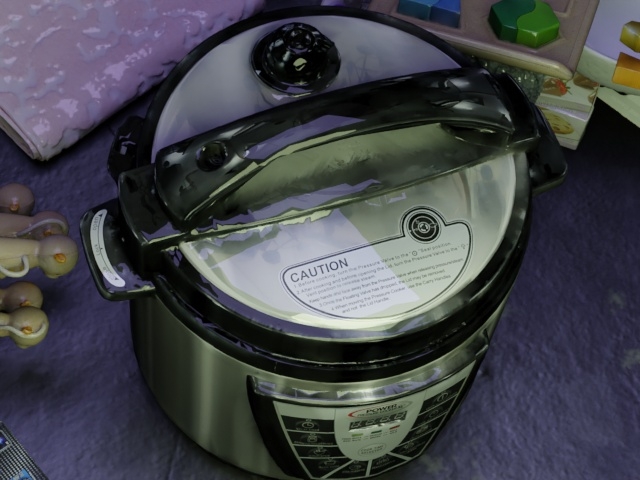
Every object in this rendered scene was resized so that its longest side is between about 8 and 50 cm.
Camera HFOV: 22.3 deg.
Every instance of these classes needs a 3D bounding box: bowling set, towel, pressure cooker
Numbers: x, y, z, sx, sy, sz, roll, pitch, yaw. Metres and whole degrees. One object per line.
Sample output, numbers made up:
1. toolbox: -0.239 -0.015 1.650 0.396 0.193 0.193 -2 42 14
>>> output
1. bowling set: -0.320 0.057 1.591 0.154 0.200 0.287 -4 19 -12
2. towel: -0.282 -0.280 1.826 0.332 0.053 0.317 -38 71 -22
3. pressure cooker: -0.004 -0.005 1.485 0.375 0.420 0.370 27 61 9

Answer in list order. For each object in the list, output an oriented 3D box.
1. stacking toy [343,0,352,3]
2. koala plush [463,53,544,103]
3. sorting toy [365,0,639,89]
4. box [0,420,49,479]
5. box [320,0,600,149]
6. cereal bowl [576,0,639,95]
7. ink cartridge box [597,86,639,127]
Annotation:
1. stacking toy: 0.074 -0.380 1.871 0.309 0.130 0.279 -29 59 -8
2. koala plush: 0.122 -0.148 1.703 0.196 0.221 0.203 10 35 1
3. sorting toy: 0.213 -0.232 1.612 0.307 0.041 0.229 16 36 9
4. box: -0.317 0.292 1.504 0.184 0.045 0.191 -34 68 -24
5. box: 0.146 -0.189 1.806 0.324 0.067 0.063 19 60 5
6. cereal bowl: 0.376 -0.297 1.787 0.339 0.141 0.339 -2 65 4
7. ink cartridge box: 0.381 -0.245 1.876 0.189 0.066 0.232 39 81 15
